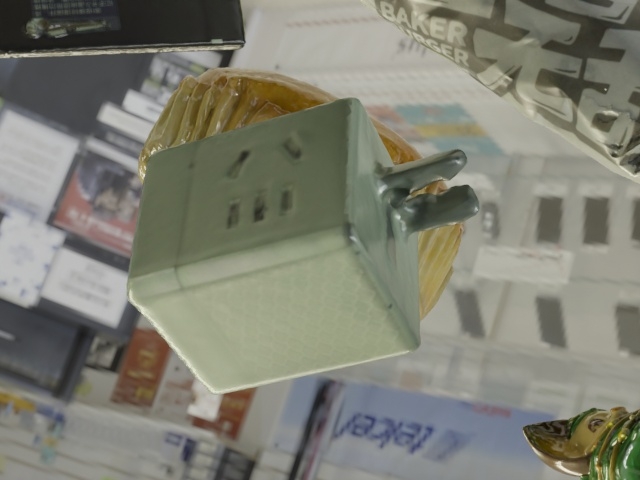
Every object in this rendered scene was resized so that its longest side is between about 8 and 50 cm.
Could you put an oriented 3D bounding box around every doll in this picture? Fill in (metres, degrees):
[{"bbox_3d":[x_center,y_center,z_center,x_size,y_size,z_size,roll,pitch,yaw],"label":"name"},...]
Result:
[{"bbox_3d":[0.170,0.131,0.706,0.078,0.076,0.113,-4,172,-25],"label":"doll"}]

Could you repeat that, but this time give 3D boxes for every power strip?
[{"bbox_3d":[0.000,0.000,0.865,0.224,0.140,0.139,-14,135,19],"label":"power strip"}]

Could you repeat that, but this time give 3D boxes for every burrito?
[{"bbox_3d":[0.186,-0.161,0.977,0.445,0.139,0.101,39,-165,20],"label":"burrito"}]

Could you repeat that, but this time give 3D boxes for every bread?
[{"bbox_3d":[-0.018,-0.054,1.452,0.389,0.183,0.236,30,150,5],"label":"bread"}]

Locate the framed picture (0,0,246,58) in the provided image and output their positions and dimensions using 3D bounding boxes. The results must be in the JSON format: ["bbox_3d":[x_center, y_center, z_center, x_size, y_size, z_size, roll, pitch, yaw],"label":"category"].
[{"bbox_3d":[-0.207,-0.301,1.035,0.256,0.338,0.014,-5,159,-14],"label":"framed picture"}]
